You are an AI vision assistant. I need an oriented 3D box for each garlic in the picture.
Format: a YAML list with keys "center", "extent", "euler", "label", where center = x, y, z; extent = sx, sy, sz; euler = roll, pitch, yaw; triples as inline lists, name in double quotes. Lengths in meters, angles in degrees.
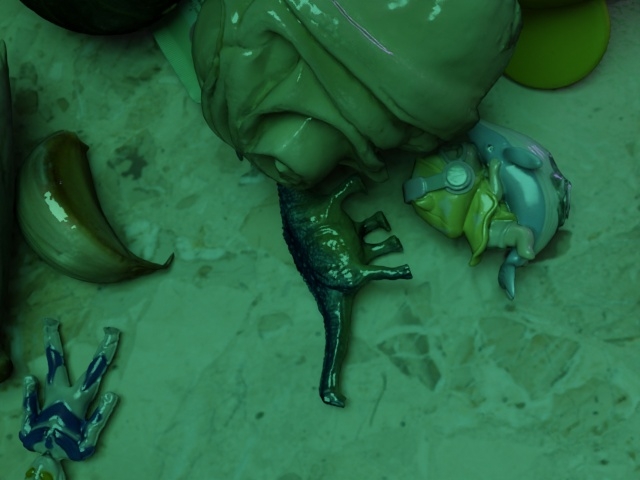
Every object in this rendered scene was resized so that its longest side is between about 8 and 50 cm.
- center: [-0.291, -0.018, 1.384]
  extent: [0.115, 0.128, 0.207]
  euler: [-38, 84, 23]
  label: "garlic"

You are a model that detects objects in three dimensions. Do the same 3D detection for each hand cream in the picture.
- center: [-0.054, -0.297, 1.406]
  extent: [0.306, 0.093, 0.147]
  euler: [-33, 69, 2]
  label: "hand cream"

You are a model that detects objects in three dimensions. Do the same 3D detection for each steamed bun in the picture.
- center: [0.028, -0.161, 1.236]
  extent: [0.324, 0.310, 0.219]
  euler: [5, 87, -10]
  label: "steamed bun"

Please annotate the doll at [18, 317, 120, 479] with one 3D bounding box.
- center: [-0.294, 0.205, 1.363]
  extent: [0.114, 0.057, 0.227]
  euler: [9, 79, 5]
  label: "doll"

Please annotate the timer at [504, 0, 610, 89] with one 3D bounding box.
- center: [0.263, -0.385, 1.277]
  extent: [0.376, 0.376, 0.387]
  euler: [-41, 100, -1]
  label: "timer"

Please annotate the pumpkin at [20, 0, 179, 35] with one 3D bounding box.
- center: [-0.265, -0.383, 1.363]
  extent: [0.300, 0.207, 0.300]
  euler: [5, 99, 31]
  label: "pumpkin"

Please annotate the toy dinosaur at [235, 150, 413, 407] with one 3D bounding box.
- center: [0.012, 0.000, 1.351]
  extent: [0.147, 0.076, 0.363]
  euler: [-22, 80, 6]
  label: "toy dinosaur"

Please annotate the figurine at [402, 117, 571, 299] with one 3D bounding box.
- center: [0.185, -0.037, 1.312]
  extent: [0.183, 0.128, 0.208]
  euler: [-9, 83, 8]
  label: "figurine"

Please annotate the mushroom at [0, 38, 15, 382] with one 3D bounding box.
- center: [-0.409, -0.030, 1.318]
  extent: [0.137, 0.154, 0.407]
  euler: [1, 98, 1]
  label: "mushroom"
